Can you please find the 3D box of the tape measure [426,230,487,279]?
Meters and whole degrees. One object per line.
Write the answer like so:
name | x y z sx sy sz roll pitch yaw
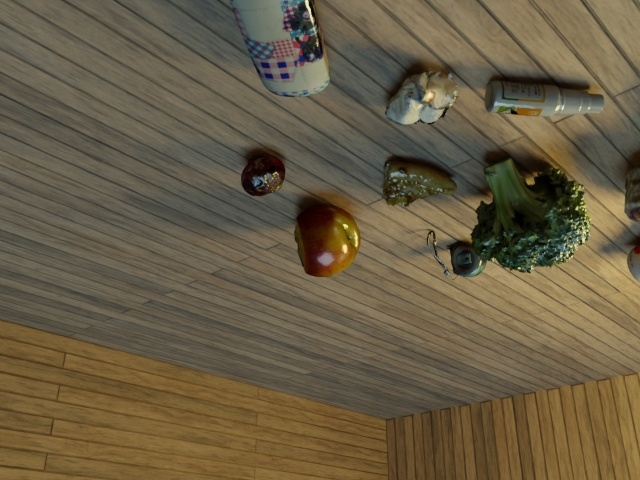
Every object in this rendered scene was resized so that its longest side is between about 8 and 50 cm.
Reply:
tape measure | 0.371 0.038 1.828 0.107 0.104 0.180 -18 149 38

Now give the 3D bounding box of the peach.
peach | 0.000 0.000 1.677 0.192 0.190 0.190 -12 151 30

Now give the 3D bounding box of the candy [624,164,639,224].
candy | 0.806 -0.100 1.504 0.214 0.157 0.289 -6 163 44

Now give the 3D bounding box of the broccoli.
broccoli | 0.470 -0.055 1.509 0.288 0.259 0.235 -21 160 39

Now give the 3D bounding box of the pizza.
pizza | 0.203 -0.126 1.559 0.182 0.062 0.161 20 148 -36

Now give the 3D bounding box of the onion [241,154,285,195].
onion | -0.129 -0.147 1.493 0.107 0.097 0.107 -27 163 -9

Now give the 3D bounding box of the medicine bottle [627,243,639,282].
medicine bottle | 0.944 0.000 1.724 0.130 0.130 0.341 5 153 -9

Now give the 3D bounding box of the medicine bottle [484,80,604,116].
medicine bottle | 0.427 -0.266 1.294 0.221 0.061 0.092 3 177 -5

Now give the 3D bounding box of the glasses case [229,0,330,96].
glasses case | -0.065 -0.350 1.104 0.125 0.076 0.327 -7 152 8

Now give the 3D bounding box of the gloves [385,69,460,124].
gloves | 0.193 -0.265 1.277 0.114 0.070 0.153 1 161 -20
